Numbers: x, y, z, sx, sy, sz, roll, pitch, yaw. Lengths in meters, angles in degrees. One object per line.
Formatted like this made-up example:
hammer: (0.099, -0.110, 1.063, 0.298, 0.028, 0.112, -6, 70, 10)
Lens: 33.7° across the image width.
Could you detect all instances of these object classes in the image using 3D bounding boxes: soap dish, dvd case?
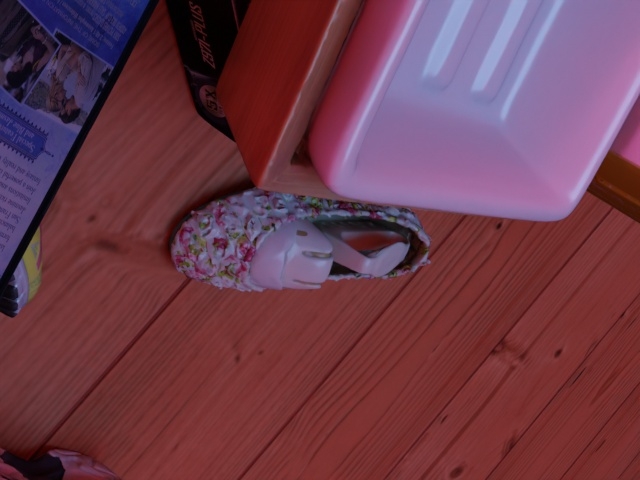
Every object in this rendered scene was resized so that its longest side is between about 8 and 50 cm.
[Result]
soap dish: (0.088, -0.131, 0.612, 0.291, 0.118, 0.228, 4, 116, -50)
dvd case: (-0.169, -0.056, 0.447, 0.253, 0.022, 0.180, -64, 152, -8)

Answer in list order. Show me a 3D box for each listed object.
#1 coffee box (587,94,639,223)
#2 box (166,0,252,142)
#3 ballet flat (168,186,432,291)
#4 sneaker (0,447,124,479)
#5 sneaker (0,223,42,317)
coffee box: (0.362, -0.157, 0.851, 0.334, 0.338, 0.338, -56, 147, 5)
box: (-0.001, -0.161, 0.655, 0.180, 0.077, 0.147, -37, 142, -22)
ballet flat: (0.000, 0.000, 0.800, 0.241, 0.077, 0.091, -9, 127, -44)
sneaker: (-0.234, 0.213, 0.698, 0.153, 0.094, 0.235, -62, 155, -2)
sneaker: (-0.173, -0.041, 0.567, 0.094, 0.081, 0.208, -53, 163, -37)
